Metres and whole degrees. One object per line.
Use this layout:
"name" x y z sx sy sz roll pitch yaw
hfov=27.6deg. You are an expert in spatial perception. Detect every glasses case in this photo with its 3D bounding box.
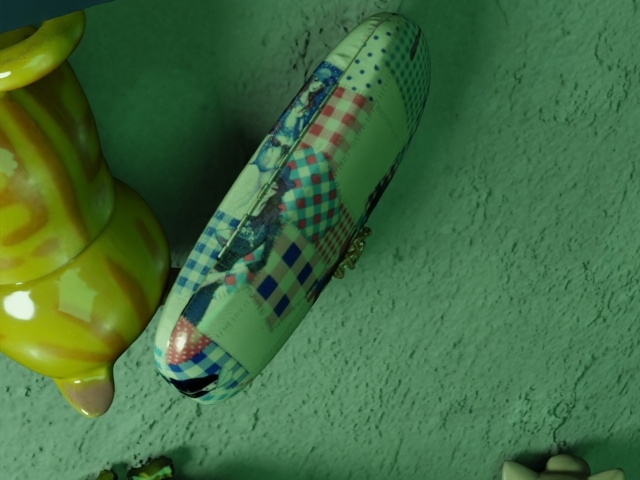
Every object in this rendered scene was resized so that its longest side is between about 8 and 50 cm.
"glasses case" -0.015 -0.026 0.967 0.327 0.076 0.125 -58 157 -13

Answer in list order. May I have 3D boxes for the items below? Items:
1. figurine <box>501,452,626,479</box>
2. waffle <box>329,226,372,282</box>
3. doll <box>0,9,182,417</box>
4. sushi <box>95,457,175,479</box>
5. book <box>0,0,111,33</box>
"figurine" 0.238 0.278 1.266 0.125 0.125 0.138 -10 105 -20
"waffle" 0.000 0.000 1.068 0.075 0.029 0.083 15 110 -27
"doll" -0.203 -0.026 0.886 0.167 0.162 0.270 -48 139 -26
"sushi" -0.133 0.300 1.089 0.296 0.179 0.167 -17 137 -14
"book" -0.083 -0.288 0.736 0.428 0.039 0.300 -24 133 -32
